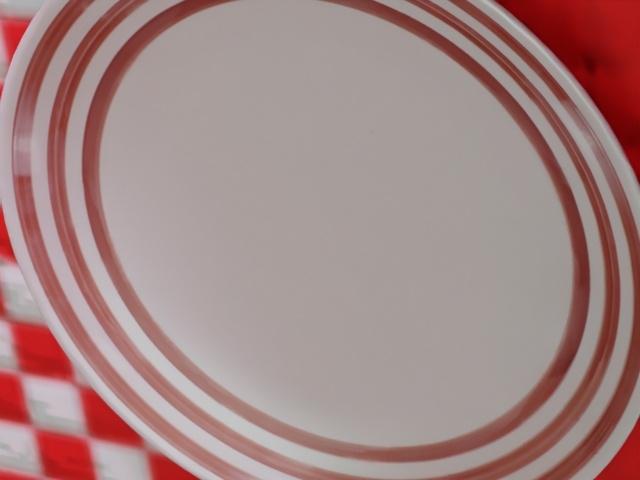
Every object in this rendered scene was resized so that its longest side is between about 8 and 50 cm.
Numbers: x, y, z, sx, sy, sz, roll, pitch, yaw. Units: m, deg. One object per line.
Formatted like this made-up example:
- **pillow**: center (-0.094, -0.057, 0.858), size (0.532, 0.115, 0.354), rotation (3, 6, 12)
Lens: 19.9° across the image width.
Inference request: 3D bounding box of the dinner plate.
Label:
- **dinner plate**: center (0.000, 0.000, 0.359), size (0.141, 0.017, 0.141), rotation (14, 127, 20)
